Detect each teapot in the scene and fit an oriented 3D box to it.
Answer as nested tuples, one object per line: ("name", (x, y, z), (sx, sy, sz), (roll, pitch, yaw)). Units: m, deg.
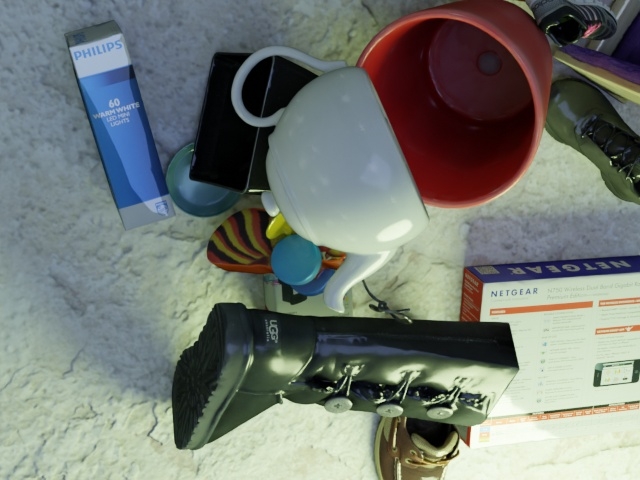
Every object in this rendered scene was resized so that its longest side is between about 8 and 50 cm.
("teapot", (0.011, -0.088, 1.356), (0.187, 0.256, 0.252), (-22, 140, 7))

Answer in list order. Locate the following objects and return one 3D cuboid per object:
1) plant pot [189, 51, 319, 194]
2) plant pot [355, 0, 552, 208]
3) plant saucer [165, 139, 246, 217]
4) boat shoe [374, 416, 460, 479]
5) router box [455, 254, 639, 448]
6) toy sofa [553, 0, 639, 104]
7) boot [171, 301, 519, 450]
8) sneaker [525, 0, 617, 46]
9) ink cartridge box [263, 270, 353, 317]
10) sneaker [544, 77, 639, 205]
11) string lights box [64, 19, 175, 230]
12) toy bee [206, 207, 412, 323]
("plant pot", (-0.059, -0.153, 1.520), (0.167, 0.188, 0.187), (11, 93, -33))
("plant pot", (0.205, -0.216, 1.511), (0.275, 0.243, 0.275), (11, 120, 20))
("plant saucer", (-0.171, -0.093, 1.598), (0.119, 0.021, 0.119), (-5, 111, -15))
("boat shoe", (0.168, 0.324, 1.786), (0.123, 0.123, 0.342), (-2, 109, -16))
("router box", (0.401, 0.187, 1.830), (0.335, 0.082, 0.301), (-3, 109, -16))
("toy sofa", (0.516, -0.257, 1.559), (0.177, 0.362, 0.150), (26, 100, -28))
("boot", (0.025, 0.219, 1.620), (0.445, 0.367, 0.146), (4, 63, -21))
("sneaker", (0.364, -0.308, 1.545), (0.170, 0.075, 0.063), (12, 148, -36))
("ink cartridge box", (-0.021, 0.057, 1.666), (0.127, 0.072, 0.175), (-8, 111, -13))
("sneaker", (0.465, -0.152, 1.707), (0.286, 0.130, 0.109), (36, 98, -23))
("string lights box", (-0.276, -0.159, 1.482), (0.076, 0.133, 0.260), (-17, 113, -10))
("toy bee", (0.000, 0.000, 1.520), (0.298, 0.195, 0.162), (19, 80, -2))
